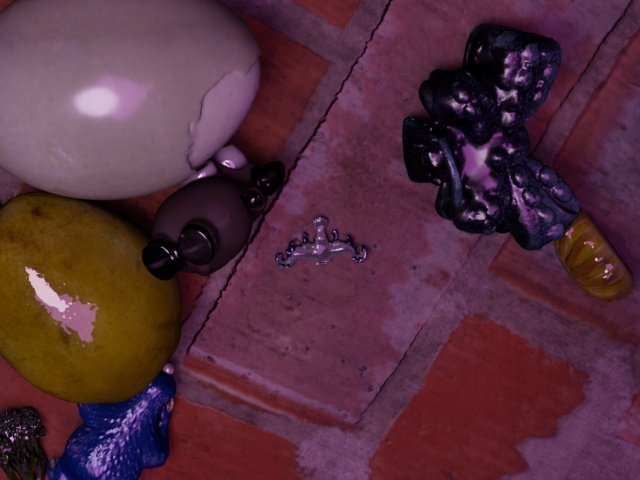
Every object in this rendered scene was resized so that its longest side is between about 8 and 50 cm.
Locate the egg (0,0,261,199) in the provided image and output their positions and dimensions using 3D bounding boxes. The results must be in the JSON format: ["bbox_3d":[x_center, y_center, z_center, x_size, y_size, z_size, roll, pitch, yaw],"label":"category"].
[{"bbox_3d":[-0.238,-0.191,1.226,0.336,0.278,0.278,-4,110,2],"label":"egg"}]

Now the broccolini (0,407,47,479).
[{"bbox_3d":[-0.457,0.340,1.515,0.068,0.091,0.203,23,127,31],"label":"broccolini"}]

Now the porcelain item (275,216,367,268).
[{"bbox_3d":[0.000,0.000,1.457,0.136,0.021,0.075,-4,110,-5],"label":"porcelain item"}]

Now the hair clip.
[{"bbox_3d":[0.232,-0.131,1.357,0.206,0.194,0.310,-15,109,-8],"label":"hair clip"}]

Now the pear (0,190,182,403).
[{"bbox_3d":[-0.328,0.074,1.323,0.307,0.253,0.253,39,101,-23],"label":"pear"}]

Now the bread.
[{"bbox_3d":[0.415,0.036,1.484,0.083,0.094,0.157,-40,117,3],"label":"bread"}]

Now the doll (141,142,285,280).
[{"bbox_3d":[-0.147,-0.037,1.310,0.182,0.257,0.117,-19,115,24],"label":"doll"}]

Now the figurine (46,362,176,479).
[{"bbox_3d":[-0.300,0.293,1.474,0.164,0.121,0.262,22,103,-10],"label":"figurine"}]
